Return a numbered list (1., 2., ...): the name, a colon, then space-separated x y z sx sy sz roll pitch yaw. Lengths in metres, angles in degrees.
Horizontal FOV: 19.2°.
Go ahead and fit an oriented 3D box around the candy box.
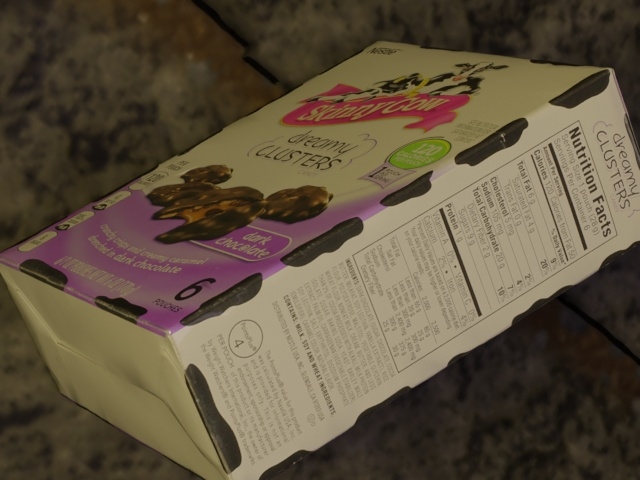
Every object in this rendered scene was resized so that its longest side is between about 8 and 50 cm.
1. candy box: 0.000 0.000 0.714 0.196 0.165 0.070 -31 112 -22
